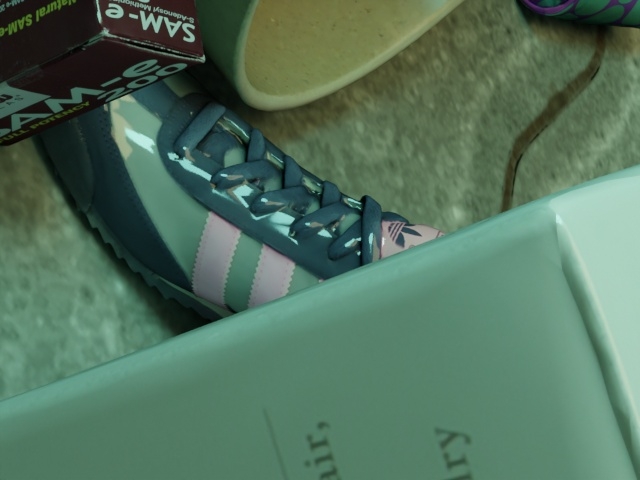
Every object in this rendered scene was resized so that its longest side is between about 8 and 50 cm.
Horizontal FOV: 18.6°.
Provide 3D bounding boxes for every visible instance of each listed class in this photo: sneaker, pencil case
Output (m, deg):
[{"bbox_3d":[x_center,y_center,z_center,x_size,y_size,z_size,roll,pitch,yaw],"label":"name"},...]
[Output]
[{"bbox_3d":[0.000,0.000,0.965,0.319,0.131,0.112,46,42,-18],"label":"sneaker"},{"bbox_3d":[0.200,-0.191,1.405,0.151,0.064,0.070,-4,93,-55],"label":"pencil case"}]

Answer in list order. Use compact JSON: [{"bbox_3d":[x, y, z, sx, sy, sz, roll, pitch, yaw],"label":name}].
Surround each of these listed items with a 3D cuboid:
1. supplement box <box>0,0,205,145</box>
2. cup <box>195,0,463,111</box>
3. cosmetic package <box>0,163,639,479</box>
[{"bbox_3d":[-0.138,-0.176,0.877,0.073,0.130,0.239,7,69,-53],"label":"supplement box"},{"bbox_3d":[0.002,-0.267,0.995,0.237,0.331,0.331,46,33,12],"label":"cup"},{"bbox_3d":[0.045,0.172,0.721,0.329,0.393,0.327,-16,86,-55],"label":"cosmetic package"}]
